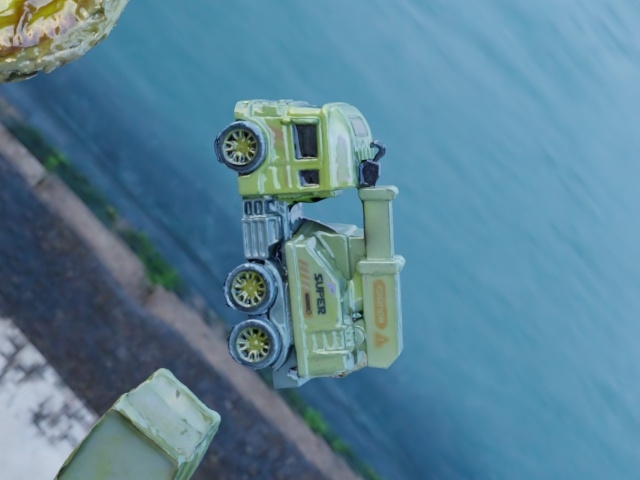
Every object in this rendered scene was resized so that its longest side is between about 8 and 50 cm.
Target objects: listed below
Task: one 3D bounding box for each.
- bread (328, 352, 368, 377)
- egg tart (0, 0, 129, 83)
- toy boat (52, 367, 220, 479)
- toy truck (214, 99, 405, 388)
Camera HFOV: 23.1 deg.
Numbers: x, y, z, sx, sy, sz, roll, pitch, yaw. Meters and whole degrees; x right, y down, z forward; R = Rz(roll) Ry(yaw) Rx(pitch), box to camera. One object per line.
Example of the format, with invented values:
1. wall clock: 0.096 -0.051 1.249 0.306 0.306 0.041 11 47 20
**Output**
1. bread: 0.006 0.054 1.152 0.090 0.035 0.094 157 -89 -83
2. egg tart: -0.317 -0.289 1.714 0.295 0.294 0.116 64 2 26
3. toy boat: -0.209 0.254 1.520 0.111 0.276 0.084 39 20 5
4. toy truck: 0.000 0.000 0.912 0.077 0.100 0.169 -15 102 -76
